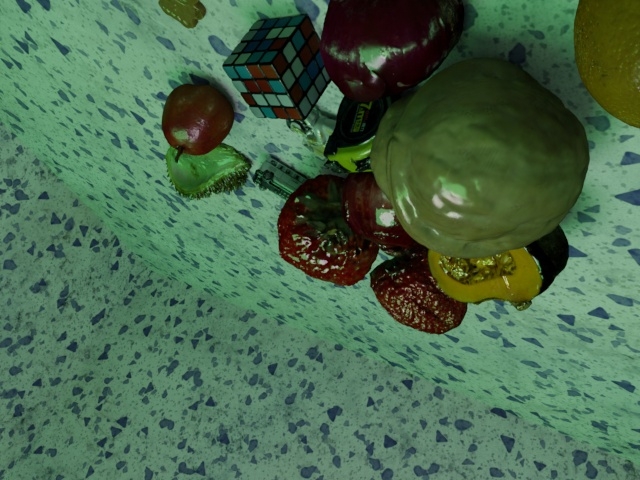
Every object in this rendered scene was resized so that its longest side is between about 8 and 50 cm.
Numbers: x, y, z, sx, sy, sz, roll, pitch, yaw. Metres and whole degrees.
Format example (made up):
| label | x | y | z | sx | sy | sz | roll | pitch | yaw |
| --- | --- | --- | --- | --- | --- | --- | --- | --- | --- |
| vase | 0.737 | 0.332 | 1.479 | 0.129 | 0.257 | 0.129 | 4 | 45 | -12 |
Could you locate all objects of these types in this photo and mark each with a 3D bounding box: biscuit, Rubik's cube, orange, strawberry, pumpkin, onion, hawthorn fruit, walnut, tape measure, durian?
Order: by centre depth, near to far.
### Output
| label | x | y | z | sx | sy | sz | roll | pitch | yaw |
| --- | --- | --- | --- | --- | --- | --- | --- | --- | --- |
| orange | 0.444 | -0.260 | 0.666 | 0.274 | 0.274 | 0.274 | 25 | 156 | 12 |
| onion | 0.121 | -0.344 | 0.932 | 0.207 | 0.206 | 0.216 | 18 | 155 | 25 |
| walnut | 0.280 | -0.141 | 0.989 | 0.381 | 0.381 | 0.381 | 25 | 156 | 12 |
| tape measure | 0.112 | -0.232 | 1.190 | 0.186 | 0.199 | 0.112 | 4 | 163 | 46 |
| Rubik's cube | -0.086 | -0.367 | 1.193 | 0.151 | 0.154 | 0.155 | 12 | 150 | 38 |
| biscuit | -0.315 | -0.551 | 1.248 | 0.133 | 0.027 | 0.184 | 39 | 155 | -17 |
| pumpkin | 0.432 | 0.029 | 1.265 | 0.325 | 0.232 | 0.242 | -13 | 105 | 60 |
| onion | 0.179 | -0.090 | 1.321 | 0.276 | 0.276 | 0.276 | 25 | 156 | 12 |
| hawthorn fruit | -0.347 | -0.311 | 1.523 | 0.197 | 0.225 | 0.196 | 25 | 169 | 5 |
| strawberry | 0.000 | 0.000 | 1.560 | 0.312 | 0.267 | 0.351 | 59 | 146 | 4 |
| strawberry | 0.304 | 0.156 | 1.671 | 0.288 | 0.239 | 0.250 | 54 | 167 | 5 |
| durian | -0.370 | -0.245 | 1.879 | 0.394 | 0.163 | 0.198 | 2 | 105 | 41 |

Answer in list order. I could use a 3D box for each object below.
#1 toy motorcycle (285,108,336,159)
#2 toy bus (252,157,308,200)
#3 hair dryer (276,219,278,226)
| label | x | y | z | sx | sy | sz | roll | pitch | yaw |
| --- | --- | --- | --- | --- | --- | --- | --- | --- | --- |
| toy motorcycle | 0.021 | -0.256 | 1.393 | 0.229 | 0.074 | 0.151 | 39 | 152 | -16 |
| toy bus | -0.104 | -0.171 | 1.685 | 0.194 | 0.089 | 0.087 | 31 | 154 | -3 |
| hair dryer | 0.043 | -0.049 | 1.747 | 0.210 | 0.125 | 0.352 | 41 | 148 | -25 |
